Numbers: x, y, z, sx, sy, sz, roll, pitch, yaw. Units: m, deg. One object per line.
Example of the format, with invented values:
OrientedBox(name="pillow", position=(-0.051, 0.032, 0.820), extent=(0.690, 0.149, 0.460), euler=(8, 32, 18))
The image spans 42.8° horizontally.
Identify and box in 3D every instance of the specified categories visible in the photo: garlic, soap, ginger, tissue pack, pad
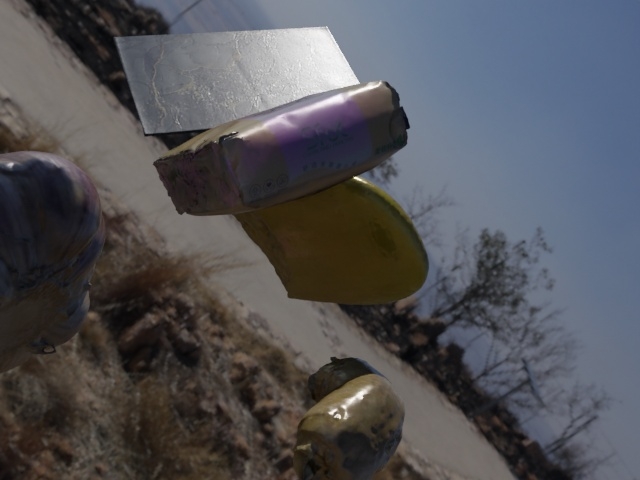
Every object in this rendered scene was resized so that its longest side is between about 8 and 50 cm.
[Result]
OrientedBox(name="garlic", position=(-0.296, 0.021, 0.687), extent=(0.160, 0.245, 0.245), euler=(42, 2, 19))
OrientedBox(name="soap", position=(-0.002, 0.002, 1.465), extent=(0.427, 0.115, 0.306), euler=(-6, -56, 45))
OrientedBox(name="ginger", position=(0.042, 0.274, 1.196), extent=(0.267, 0.152, 0.138), euler=(-58, 149, -63))
OrientedBox(name="tissue pack", position=(-0.050, -0.107, 1.020), extent=(0.215, 0.256, 0.123), euler=(-5, -72, 57))
OrientedBox(name="pad", position=(-0.117, -0.258, 1.275), extent=(0.007, 0.367, 0.248), euler=(105, -30, -45))
